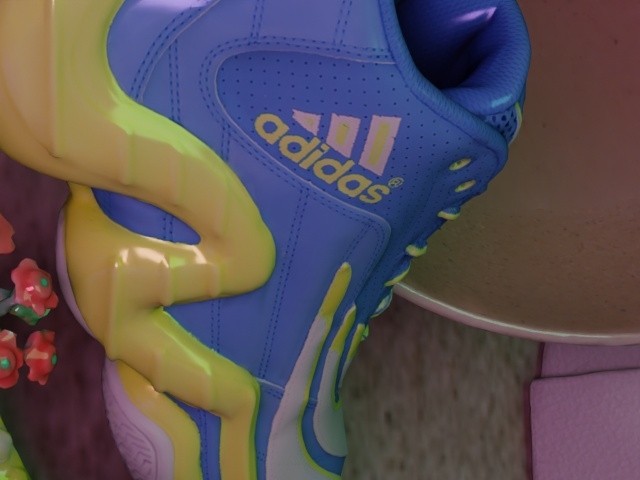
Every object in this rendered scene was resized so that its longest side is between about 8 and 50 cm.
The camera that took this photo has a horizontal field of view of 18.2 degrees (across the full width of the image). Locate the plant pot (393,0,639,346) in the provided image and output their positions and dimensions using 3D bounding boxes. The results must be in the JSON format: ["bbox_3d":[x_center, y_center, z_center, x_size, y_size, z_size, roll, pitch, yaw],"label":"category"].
[{"bbox_3d":[0.089,-0.135,0.629,0.284,0.284,0.191,53,9,-32],"label":"plant pot"}]

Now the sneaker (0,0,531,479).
[{"bbox_3d":[0.000,0.000,0.513,0.240,0.126,0.091,67,18,-50],"label":"sneaker"}]

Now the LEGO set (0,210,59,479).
[{"bbox_3d":[-0.072,0.089,0.451,0.132,0.107,0.287,13,73,-54],"label":"LEGO set"}]

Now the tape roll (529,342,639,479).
[{"bbox_3d":[0.222,0.118,0.871,0.392,0.072,0.392,15,71,-51],"label":"tape roll"}]
